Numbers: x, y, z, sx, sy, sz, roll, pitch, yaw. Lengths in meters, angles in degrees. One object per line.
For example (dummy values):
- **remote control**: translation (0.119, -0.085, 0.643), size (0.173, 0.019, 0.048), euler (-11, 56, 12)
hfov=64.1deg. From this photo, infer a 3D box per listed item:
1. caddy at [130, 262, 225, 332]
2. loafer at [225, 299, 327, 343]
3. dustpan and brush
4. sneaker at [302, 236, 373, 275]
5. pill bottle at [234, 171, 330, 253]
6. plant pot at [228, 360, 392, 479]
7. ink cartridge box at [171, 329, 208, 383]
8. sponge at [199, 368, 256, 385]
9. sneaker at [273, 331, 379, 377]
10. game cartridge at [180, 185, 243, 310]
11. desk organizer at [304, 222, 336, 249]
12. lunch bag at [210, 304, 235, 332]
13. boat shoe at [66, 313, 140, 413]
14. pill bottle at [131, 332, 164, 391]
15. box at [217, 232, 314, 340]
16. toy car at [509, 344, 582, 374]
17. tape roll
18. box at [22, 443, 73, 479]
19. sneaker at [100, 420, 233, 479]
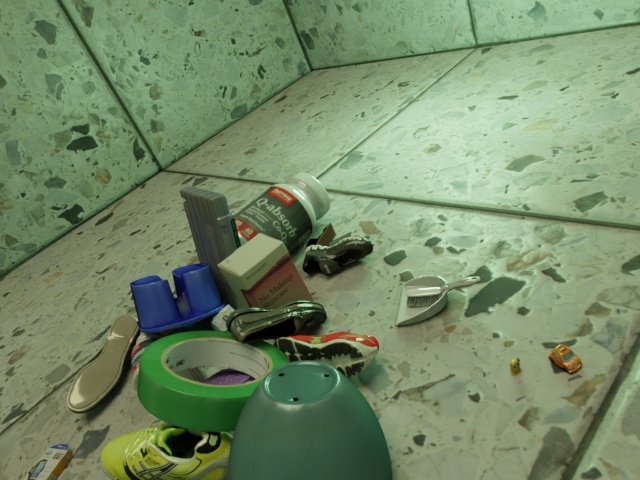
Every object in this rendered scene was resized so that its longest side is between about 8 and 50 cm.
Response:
- **caddy**: translation (-0.418, 0.181, 1.491), size (0.241, 0.179, 0.341), euler (-17, 6, -23)
- **loafer**: translation (-0.095, 0.211, 1.251), size (0.267, 0.096, 0.084), euler (-2, 30, -30)
- **dustpan and brush**: translation (0.276, 0.123, 1.212), size (0.211, 0.060, 0.147), euler (-10, 33, 24)
- **sneaker**: translation (0.044, 0.055, 1.487), size (0.234, 0.078, 0.106), euler (-11, 35, 30)
- **pill bottle**: translation (-0.147, -0.055, 1.663), size (0.210, 0.210, 0.363), euler (11, 46, 46)
- **plant pot**: translation (-0.025, 0.327, 0.883), size (0.290, 0.196, 0.290), euler (-4, 18, 1)
- **ink cartridge box**: translation (-0.344, 0.323, 1.315), size (0.060, 0.104, 0.180), euler (-31, 30, -11)
- **sponge**: translation (-0.243, 0.351, 1.181), size (0.117, 0.031, 0.210), euler (-6, 7, 28)
- **sneaker**: translation (0.013, 0.260, 1.179), size (0.278, 0.108, 0.118), euler (-7, 8, 38)
- **game cartridge**: translation (-0.305, 0.023, 1.518), size (0.068, 0.355, 0.230), euler (-26, 27, -36)
- **desk organizer**: translation (0.000, 0.000, 1.627), size (0.047, 0.050, 0.130), euler (-4, 36, 32)
- **lunch bag**: translation (-0.260, 0.230, 1.420), size (0.053, 0.083, 0.071), euler (8, 43, 44)
- **boat shoe**: translation (-0.614, 0.367, 1.483), size (0.112, 0.096, 0.335), euler (16, 41, -1)
- **pill bottle**: translation (-0.458, 0.327, 1.391), size (0.107, 0.108, 0.180), euler (-30, 29, -8)
- **box**: translation (-0.136, 0.122, 1.348), size (0.148, 0.232, 0.126), euler (-40, 32, -23)
- **toy car**: translation (0.419, 0.229, 0.956), size (0.122, 0.041, 0.060), euler (-23, 30, 4)
- **tape roll**: translation (-0.226, 0.291, 1.107), size (0.321, 0.077, 0.321), euler (8, 12, -2)
- **box**: translation (-0.673, 0.565, 1.254), size (0.081, 0.028, 0.136), euler (-7, 32, 29)
- **sneaker**: translation (-0.324, 0.434, 1.081), size (0.384, 0.147, 0.145), euler (-11, 34, 25)
